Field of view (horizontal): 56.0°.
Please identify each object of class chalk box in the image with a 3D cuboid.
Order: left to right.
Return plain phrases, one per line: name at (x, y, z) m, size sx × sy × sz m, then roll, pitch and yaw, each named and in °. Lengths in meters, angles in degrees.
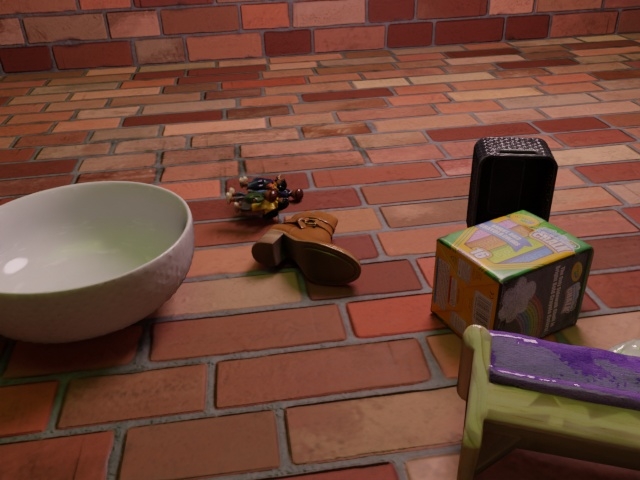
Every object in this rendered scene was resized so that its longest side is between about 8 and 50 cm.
chalk box at (0.280, 0.050, 0.844) m, size 0.213 × 0.133 × 0.132 m, roll -16°, pitch 33°, yaw -25°

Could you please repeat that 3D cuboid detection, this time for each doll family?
doll family at (-0.101, -0.088, 1.164) m, size 0.111 × 0.076 × 0.193 m, roll -1°, pitch 27°, yaw 12°

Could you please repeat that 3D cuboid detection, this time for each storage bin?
storage bin at (0.314, -0.073, 1.003) m, size 0.122 × 0.180 × 0.084 m, roll 2°, pitch 31°, yaw 7°

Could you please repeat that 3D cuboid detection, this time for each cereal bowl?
cereal bowl at (-0.351, 0.040, 0.890) m, size 0.338 × 0.141 × 0.339 m, roll -1°, pitch 31°, yaw 1°

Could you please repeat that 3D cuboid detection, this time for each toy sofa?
toy sofa at (0.314, 0.162, 0.570) m, size 0.362 × 0.150 × 0.177 m, roll 7°, pitch 60°, yaw 15°

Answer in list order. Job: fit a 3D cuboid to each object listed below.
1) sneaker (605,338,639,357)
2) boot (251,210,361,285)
sneaker at (0.431, 0.143, 0.736) m, size 0.237 × 0.085 × 0.086 m, roll -17°, pitch 58°, yaw -28°
boot at (0.000, 0.000, 1.010) m, size 0.197 × 0.073 × 0.152 m, roll 15°, pitch 30°, yaw 22°
